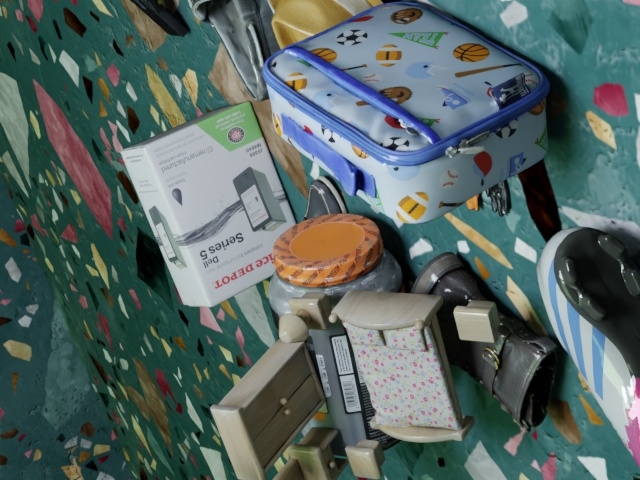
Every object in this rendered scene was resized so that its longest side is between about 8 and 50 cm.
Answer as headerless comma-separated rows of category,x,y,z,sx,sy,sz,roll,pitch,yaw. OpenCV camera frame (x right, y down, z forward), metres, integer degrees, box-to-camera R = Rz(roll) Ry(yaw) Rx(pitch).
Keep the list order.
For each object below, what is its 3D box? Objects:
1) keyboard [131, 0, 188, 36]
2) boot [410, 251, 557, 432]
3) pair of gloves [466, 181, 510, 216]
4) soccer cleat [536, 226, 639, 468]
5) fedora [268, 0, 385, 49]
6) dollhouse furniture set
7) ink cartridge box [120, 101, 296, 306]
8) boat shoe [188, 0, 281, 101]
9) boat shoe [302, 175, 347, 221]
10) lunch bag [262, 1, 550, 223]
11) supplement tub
keyboard,-0.286,-0.391,2.007,0.180,0.023,0.108,40,174,-24
boot,0.202,0.163,1.626,0.229,0.091,0.263,47,148,32
pair of gloves,0.196,-0.067,1.509,0.083,0.010,0.074,16,127,54
soccer cleat,0.337,0.135,1.344,0.331,0.116,0.143,63,171,5
fedora,0.002,-0.257,1.537,0.194,0.079,0.194,25,154,13
dollhouse furniture set,0.064,0.237,1.587,0.355,0.174,0.303,1,121,35
ink cartridge box,-0.165,-0.056,1.985,0.115,0.198,0.273,0,114,61
boat shoe,-0.123,-0.344,1.723,0.335,0.119,0.121,58,154,11
boat shoe,0.000,0.000,1.881,0.075,0.065,0.206,38,145,42
lunch bag,0.089,-0.144,1.366,0.303,0.243,0.115,38,145,44
supplement tub,0.036,0.133,1.793,0.193,0.193,0.316,28,137,51
